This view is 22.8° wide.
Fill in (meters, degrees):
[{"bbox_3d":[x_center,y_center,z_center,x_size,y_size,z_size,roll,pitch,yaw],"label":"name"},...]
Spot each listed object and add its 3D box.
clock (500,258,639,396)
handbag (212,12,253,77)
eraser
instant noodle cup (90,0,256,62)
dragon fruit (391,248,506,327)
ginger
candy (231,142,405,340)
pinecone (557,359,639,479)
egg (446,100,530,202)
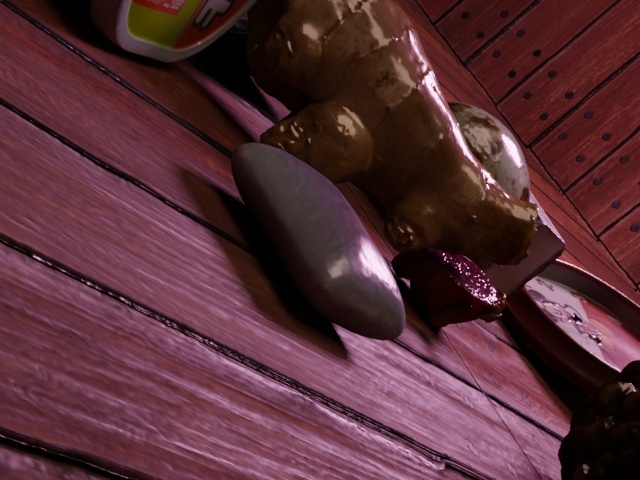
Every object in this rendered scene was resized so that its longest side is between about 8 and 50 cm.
[{"bbox_3d":[0.358,0.136,2.086,0.318,0.080,0.318,28,23,-13],"label":"clock"},{"bbox_3d":[-0.079,-0.233,1.715,0.211,0.089,0.254,49,12,26],"label":"handbag"},{"bbox_3d":[0.221,-0.028,2.060,0.068,0.124,0.210,39,16,-36],"label":"eraser"},{"bbox_3d":[-0.176,-0.358,1.407,0.308,0.294,0.294,44,11,12],"label":"instant noodle cup"},{"bbox_3d":[0.132,0.051,1.662,0.126,0.068,0.112,41,18,8],"label":"dragon fruit"},{"bbox_3d":[0.065,-0.112,1.571,0.375,0.166,0.236,50,32,5],"label":"ginger"},{"bbox_3d":[0.000,0.000,1.328,0.138,0.071,0.174,33,21,-52],"label":"candy"},{"bbox_3d":[0.336,0.224,1.518,0.224,0.224,0.272,52,0,12],"label":"pinecone"},{"bbox_3d":[0.167,-0.070,1.900,0.231,0.169,0.169,42,14,-43],"label":"egg"}]
